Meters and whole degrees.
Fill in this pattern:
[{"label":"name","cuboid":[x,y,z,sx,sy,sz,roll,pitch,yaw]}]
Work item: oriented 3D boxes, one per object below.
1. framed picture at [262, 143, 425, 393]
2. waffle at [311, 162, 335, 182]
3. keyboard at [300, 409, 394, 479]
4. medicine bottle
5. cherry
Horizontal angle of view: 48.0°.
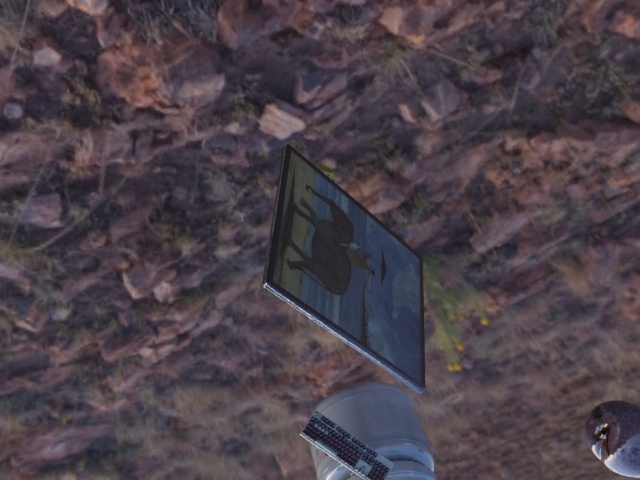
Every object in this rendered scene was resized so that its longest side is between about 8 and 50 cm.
[{"label":"framed picture","cuboid":[0.052,0.043,1.075,0.016,0.265,0.347,-27,130,33]},{"label":"waffle","cuboid":[-0.001,0.000,1.180,0.056,0.253,0.249,-5,126,17]},{"label":"keyboard","cuboid":[0.047,0.359,1.244,0.055,0.166,0.017,-54,174,-28]},{"label":"medicine bottle","cuboid":[0.116,0.475,1.483,0.245,0.306,0.245,-8,132,-9]},{"label":"cherry","cuboid":[0.636,0.409,1.474,0.176,0.176,0.140,17,98,-43]}]
